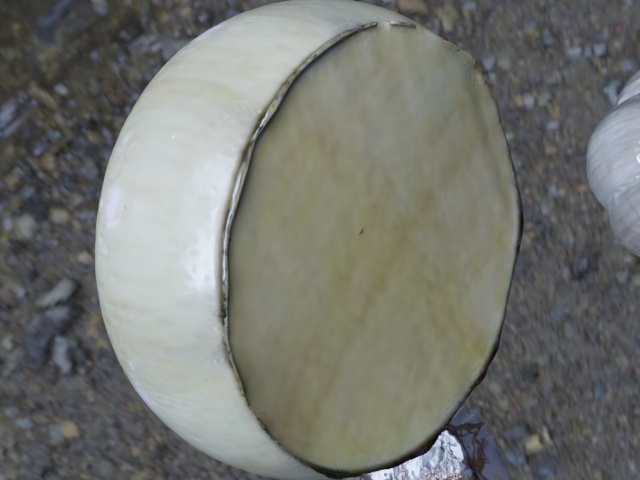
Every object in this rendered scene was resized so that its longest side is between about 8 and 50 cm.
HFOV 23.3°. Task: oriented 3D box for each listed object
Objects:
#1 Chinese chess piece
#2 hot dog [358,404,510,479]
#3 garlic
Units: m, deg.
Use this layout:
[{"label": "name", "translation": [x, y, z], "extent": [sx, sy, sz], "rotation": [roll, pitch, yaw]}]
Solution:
[{"label": "Chinese chess piece", "translation": [0.000, 0.000, 0.832], "extent": [0.104, 0.257, 0.257], "rotation": [9, 69, 41]}, {"label": "hot dog", "translation": [0.095, 0.230, 1.114], "extent": [0.131, 0.069, 0.253], "rotation": [-18, 87, 9]}, {"label": "garlic", "translation": [0.332, -0.071, 1.181], "extent": [0.218, 0.212, 0.219], "rotation": [8, 67, -19]}]
